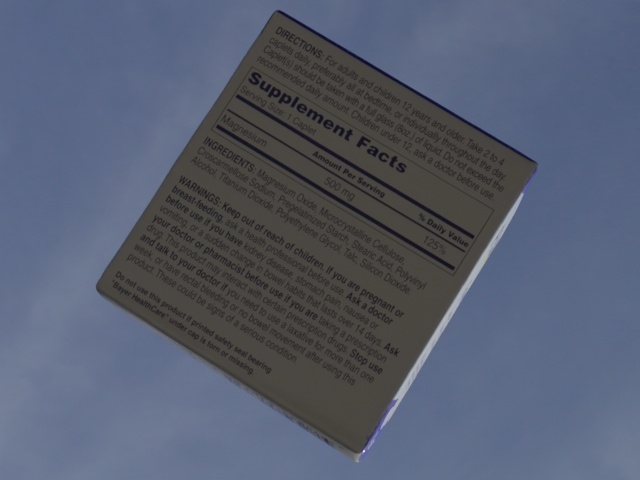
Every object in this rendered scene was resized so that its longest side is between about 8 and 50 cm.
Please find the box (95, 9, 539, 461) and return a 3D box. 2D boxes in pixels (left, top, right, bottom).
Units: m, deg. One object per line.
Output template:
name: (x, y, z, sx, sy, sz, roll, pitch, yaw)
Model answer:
box: (0.000, 0.000, 0.666, 0.126, 0.072, 0.137, 32, -97, 8)
